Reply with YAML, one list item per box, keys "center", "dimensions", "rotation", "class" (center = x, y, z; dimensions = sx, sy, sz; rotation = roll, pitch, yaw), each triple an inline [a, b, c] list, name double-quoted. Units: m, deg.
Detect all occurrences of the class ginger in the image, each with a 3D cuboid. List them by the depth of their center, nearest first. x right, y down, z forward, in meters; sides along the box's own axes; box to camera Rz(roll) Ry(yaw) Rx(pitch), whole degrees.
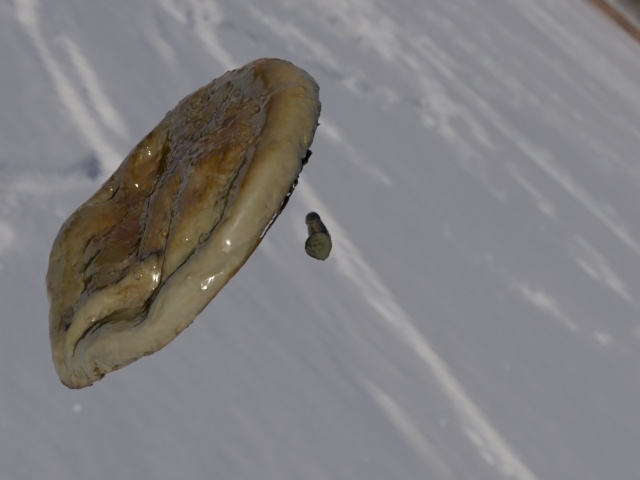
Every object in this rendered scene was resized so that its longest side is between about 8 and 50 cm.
- center: [0.000, 0.000, 2.041]
  dimensions: [0.097, 0.030, 0.048]
  rotation: [65, 26, -64]
  class: "ginger"

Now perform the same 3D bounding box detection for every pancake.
- center: [-0.144, -0.027, 1.652]
  dimensions: [0.082, 0.387, 0.387]
  rotation: [40, 11, -23]
  class: "pancake"
